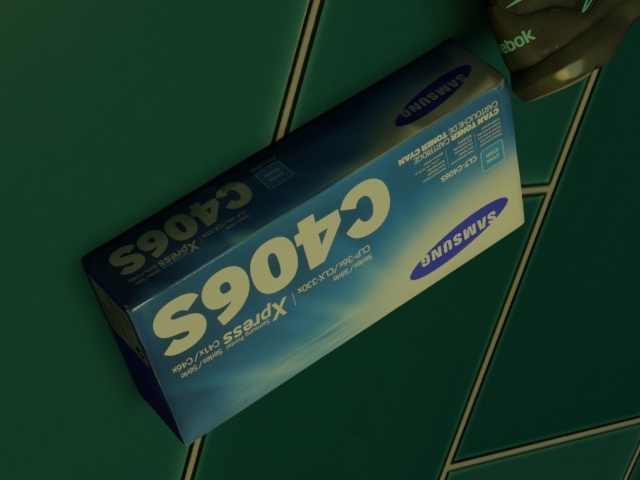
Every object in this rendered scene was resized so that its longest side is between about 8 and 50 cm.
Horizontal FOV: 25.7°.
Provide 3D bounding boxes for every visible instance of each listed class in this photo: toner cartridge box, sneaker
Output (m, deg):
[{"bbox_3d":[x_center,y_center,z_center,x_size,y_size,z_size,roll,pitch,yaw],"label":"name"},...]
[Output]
[{"bbox_3d":[0.000,0.000,1.102,0.348,0.075,0.165,-33,138,-17],"label":"toner cartridge box"},{"bbox_3d":[0.225,-0.218,1.104,0.267,0.101,0.106,-42,101,-33],"label":"sneaker"}]
